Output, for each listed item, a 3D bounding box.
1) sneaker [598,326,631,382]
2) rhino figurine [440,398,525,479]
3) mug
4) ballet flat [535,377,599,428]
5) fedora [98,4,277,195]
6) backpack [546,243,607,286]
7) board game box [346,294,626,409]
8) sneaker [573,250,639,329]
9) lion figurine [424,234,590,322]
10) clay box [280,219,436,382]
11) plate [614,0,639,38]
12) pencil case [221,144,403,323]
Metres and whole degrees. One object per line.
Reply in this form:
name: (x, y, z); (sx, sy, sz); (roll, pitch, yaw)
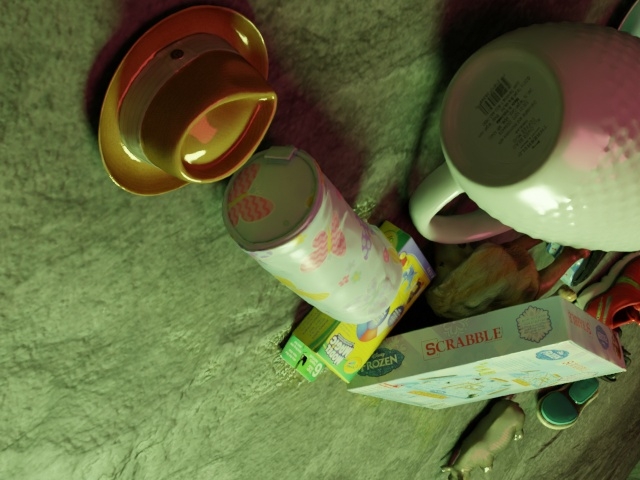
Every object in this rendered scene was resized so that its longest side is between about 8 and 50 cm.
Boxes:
sneaker: (0.602, 0.236, 2.084); (0.227, 0.130, 0.087); (-4, 125, -54)
rhino figurine: (0.308, 0.401, 1.905); (0.243, 0.073, 0.106); (-45, 151, -13)
mug: (0.276, -0.105, 1.247); (0.328, 0.276, 0.374); (5, 146, -48)
ballet flat: (0.527, 0.363, 2.159); (0.248, 0.086, 0.086); (-18, 133, -45)
fedora: (-0.102, -0.111, 0.882); (0.194, 0.079, 0.194); (-34, 143, -31)
backpack: (0.443, 0.016, 1.709); (0.105, 0.084, 0.114); (-9, 128, -52)
board game box: (0.243, 0.172, 1.428); (0.318, 0.066, 0.318); (-16, 160, 25)
sneaker: (0.622, 0.120, 2.009); (0.279, 0.118, 0.107); (-34, 143, -29)
lion figurine: (0.276, 0.096, 1.521); (0.240, 0.142, 0.392); (-39, 150, -11)
clay box: (0.051, 0.094, 1.299); (0.222, 0.053, 0.127); (-51, 148, -7)
plate: (0.482, -0.311, 1.515); (0.188, 0.024, 0.188); (-32, 141, -31)
pencil case: (0.000, 0.000, 1.089); (0.124, 0.113, 0.273); (-62, 149, -7)
